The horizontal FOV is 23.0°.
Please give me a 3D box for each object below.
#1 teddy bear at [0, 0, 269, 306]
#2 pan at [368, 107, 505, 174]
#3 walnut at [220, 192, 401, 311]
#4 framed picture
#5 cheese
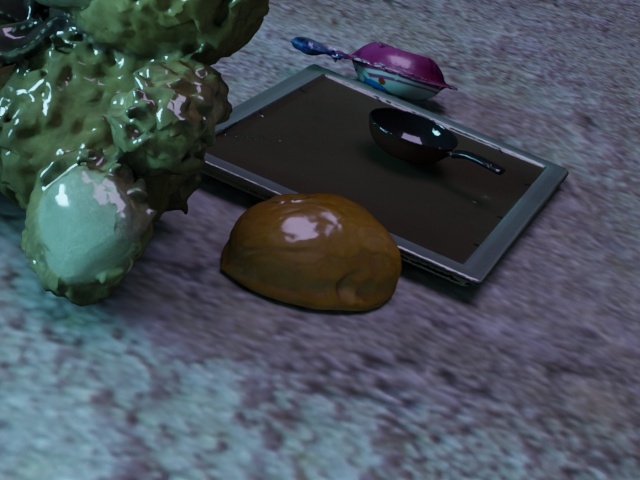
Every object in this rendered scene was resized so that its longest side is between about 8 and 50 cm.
[{"bbox_3d":[-0.113,-0.119,0.887,0.156,0.256,0.267,2,28,-42],"label":"teddy bear"},{"bbox_3d":[0.083,-0.064,1.138,0.115,0.023,0.068,30,24,32],"label":"pan"},{"bbox_3d":[0.000,0.000,0.951,0.121,0.052,0.091,-2,33,-34],"label":"walnut"},{"bbox_3d":[0.045,-0.052,1.142,0.232,0.019,0.296,24,23,13],"label":"framed picture"},{"bbox_3d":[0.046,-0.146,1.306,0.145,0.038,0.095,14,9,-20],"label":"cheese"}]
